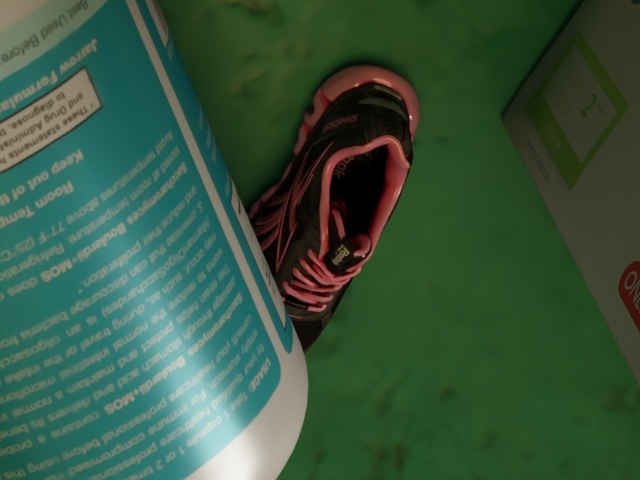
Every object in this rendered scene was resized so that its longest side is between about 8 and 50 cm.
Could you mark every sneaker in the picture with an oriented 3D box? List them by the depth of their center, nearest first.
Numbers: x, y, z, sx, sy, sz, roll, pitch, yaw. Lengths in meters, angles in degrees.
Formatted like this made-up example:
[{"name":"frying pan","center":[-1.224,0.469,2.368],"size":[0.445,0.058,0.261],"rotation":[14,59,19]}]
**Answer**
[{"name":"sneaker","center":[0.000,0.000,0.682],"size":[0.047,0.057,0.119],"rotation":[16,115,-18]}]

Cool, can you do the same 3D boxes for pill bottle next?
[{"name":"pill bottle","center":[-0.093,0.011,0.623],"size":[0.146,0.146,0.264],"rotation":[-20,117,2]}]

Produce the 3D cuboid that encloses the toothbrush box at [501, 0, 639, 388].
[{"name":"toothbrush box","center":[0.223,0.017,0.640],"size":[0.283,0.206,0.122],"rotation":[27,110,-21]}]
